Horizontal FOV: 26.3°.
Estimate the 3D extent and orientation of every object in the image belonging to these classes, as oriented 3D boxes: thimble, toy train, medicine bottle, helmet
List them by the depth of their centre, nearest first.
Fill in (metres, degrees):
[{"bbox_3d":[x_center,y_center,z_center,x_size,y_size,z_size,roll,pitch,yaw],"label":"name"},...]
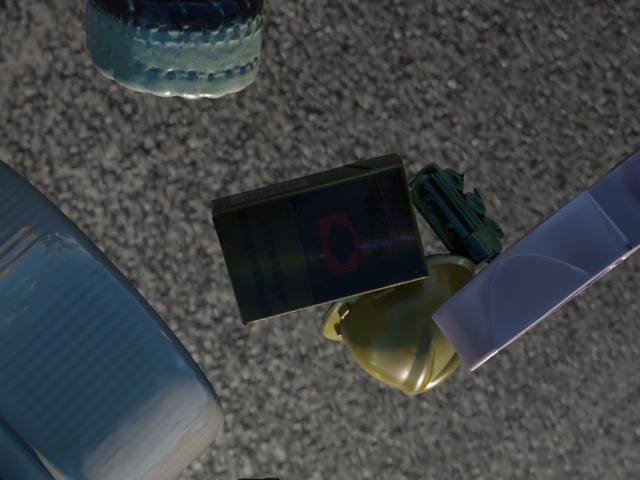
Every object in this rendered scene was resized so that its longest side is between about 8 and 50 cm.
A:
[{"bbox_3d":[-0.220,0.132,0.579,0.340,0.208,0.208,-44,136,-16],"label":"medicine bottle"},{"bbox_3d":[-0.192,-0.284,1.781,0.237,0.237,0.150,-2,117,-18],"label":"thimble"},{"bbox_3d":[0.121,0.130,1.823,0.205,0.140,0.257,-3,151,-29],"label":"helmet"},{"bbox_3d":[0.185,-0.032,1.891,0.071,0.170,0.111,-41,170,25],"label":"toy train"}]

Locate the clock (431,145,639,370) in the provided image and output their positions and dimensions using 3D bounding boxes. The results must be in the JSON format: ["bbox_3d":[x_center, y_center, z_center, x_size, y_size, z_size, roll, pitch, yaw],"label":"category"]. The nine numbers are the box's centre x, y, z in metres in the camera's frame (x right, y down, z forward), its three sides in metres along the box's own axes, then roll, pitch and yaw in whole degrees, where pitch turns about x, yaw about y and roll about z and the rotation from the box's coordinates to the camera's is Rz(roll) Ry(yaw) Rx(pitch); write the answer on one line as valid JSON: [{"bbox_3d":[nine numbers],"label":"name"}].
[{"bbox_3d":[0.283,-0.008,1.410,0.290,0.080,0.275,-42,170,36],"label":"clock"}]

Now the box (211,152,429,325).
[{"bbox_3d":[0.000,0.000,1.673,0.240,0.071,0.159,-14,105,-1],"label":"box"}]

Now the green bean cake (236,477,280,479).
[{"bbox_3d":[-0.055,0.247,0.904,0.233,0.236,0.124,-2,97,6],"label":"green bean cake"}]
